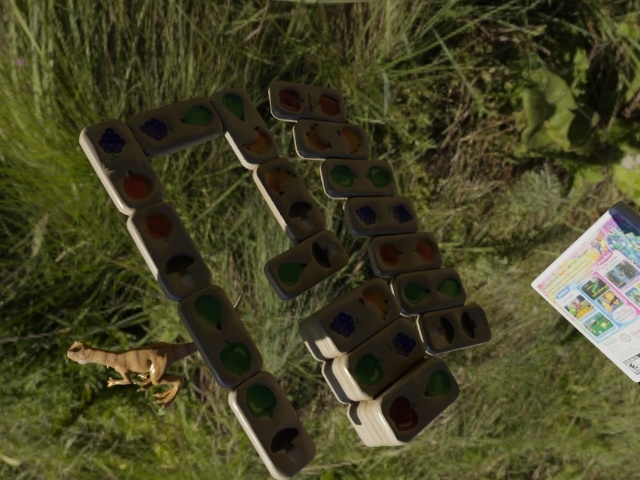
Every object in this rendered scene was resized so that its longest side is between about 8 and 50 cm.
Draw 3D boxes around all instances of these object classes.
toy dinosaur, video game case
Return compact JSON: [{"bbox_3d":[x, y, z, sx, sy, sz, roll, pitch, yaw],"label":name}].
[{"bbox_3d":[-0.190,0.143,0.698,0.212,0.112,0.064,-8,-143,-20],"label":"toy dinosaur"},{"bbox_3d":[0.294,0.055,0.549,0.019,0.143,0.157,-35,161,-26],"label":"video game case"}]

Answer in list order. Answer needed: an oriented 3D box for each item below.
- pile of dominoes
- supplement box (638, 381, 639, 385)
[{"bbox_3d":[0.000,0.000,0.365,0.196,0.251,0.040,-28,175,-33],"label":"pile of dominoes"},{"bbox_3d":[0.517,0.092,0.788,0.191,0.194,0.129,-18,-162,37],"label":"supplement box"}]
